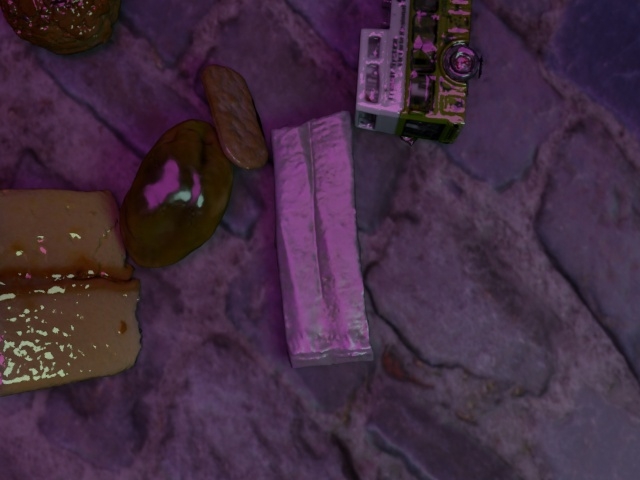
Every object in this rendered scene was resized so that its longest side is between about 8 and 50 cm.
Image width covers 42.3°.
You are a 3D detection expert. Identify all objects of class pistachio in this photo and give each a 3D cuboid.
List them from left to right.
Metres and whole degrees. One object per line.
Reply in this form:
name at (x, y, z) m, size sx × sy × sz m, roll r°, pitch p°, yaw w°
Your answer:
pistachio at (-0.164, -0.051, 0.966) m, size 0.110 × 0.100 × 0.189 m, roll 28°, pitch 85°, yaw 3°

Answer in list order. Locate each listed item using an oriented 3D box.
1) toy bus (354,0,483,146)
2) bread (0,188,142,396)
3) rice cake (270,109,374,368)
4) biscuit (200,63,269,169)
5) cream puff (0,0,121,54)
toy bus at (0.118, -0.272, 0.980) m, size 0.139 × 0.113 × 0.301 m, roll 4°, pitch 83°, yaw 1°
bread at (-0.321, 0.064, 0.996) m, size 0.178 × 0.135 × 0.240 m, roll -3°, pitch 83°, yaw -33°
rice cake at (-0.002, -0.001, 0.985) m, size 0.106 × 0.050 × 0.298 m, roll -5°, pitch 85°, yaw 0°
biscuit at (-0.102, -0.149, 0.986) m, size 0.018 × 0.071 × 0.147 m, roll -34°, pitch 66°, yaw 41°
cream puff at (-0.315, -0.292, 0.987) m, size 0.144 × 0.103 × 0.126 m, roll 6°, pitch 86°, yaw 7°
